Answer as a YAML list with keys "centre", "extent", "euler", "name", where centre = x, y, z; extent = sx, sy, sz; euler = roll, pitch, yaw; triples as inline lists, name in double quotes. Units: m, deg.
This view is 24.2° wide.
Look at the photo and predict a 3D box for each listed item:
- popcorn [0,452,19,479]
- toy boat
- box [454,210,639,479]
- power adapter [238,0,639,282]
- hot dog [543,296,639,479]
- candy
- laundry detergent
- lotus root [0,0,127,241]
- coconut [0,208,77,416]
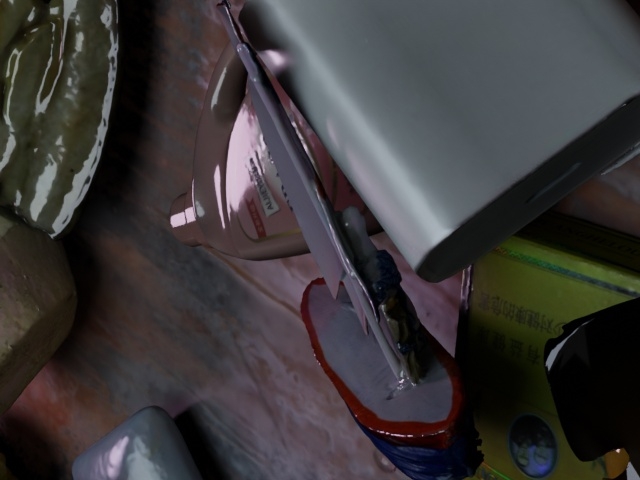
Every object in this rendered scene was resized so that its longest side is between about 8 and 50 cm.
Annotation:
- centre: [-0.380, 0.257, 1.364]
  extent: [0.225, 0.249, 0.249]
  euler: [14, 113, 43]
  name: "popcorn"
- centre: [0.002, 0.009, 0.917]
  extent: [0.318, 0.072, 0.219]
  euler: [59, 173, -2]
  name: "toy boat"
- centre: [0.154, 0.100, 0.949]
  extent: [0.141, 0.064, 0.220]
  euler: [21, 118, 36]
  name: "box"
- centre: [0.064, -0.129, 0.874]
  extent: [0.187, 0.124, 0.255]
  euler: [-36, 77, 6]
  name: "power adapter"
- centre: [0.254, 0.160, 0.830]
  extent: [0.194, 0.107, 0.326]
  euler: [-21, 97, 13]
  name: "hot dog"
- centre: [-0.135, 0.237, 1.247]
  extent: [0.138, 0.071, 0.174]
  euler: [-38, 78, 42]
  name: "candy"
- centre: [-0.028, -0.074, 1.050]
  extent: [0.237, 0.076, 0.171]
  euler: [-13, 92, 46]
  name: "laundry detergent"
- centre: [-0.250, -0.169, 1.186]
  extent: [0.210, 0.142, 0.314]
  euler: [9, 110, -1]
  name: "lotus root"
- centre: [-0.333, 0.047, 1.271]
  extent: [0.237, 0.197, 0.237]
  euler: [19, 131, 24]
  name: "coconut"
